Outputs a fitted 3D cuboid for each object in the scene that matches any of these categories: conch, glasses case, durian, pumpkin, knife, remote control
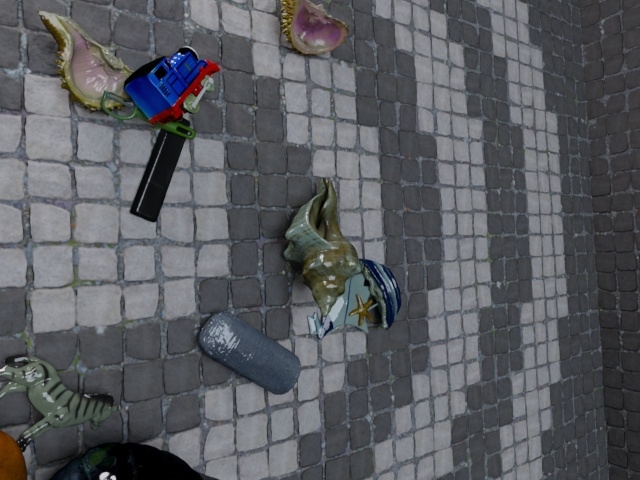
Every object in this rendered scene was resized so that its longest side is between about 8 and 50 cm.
[{"bbox_3d":[-0.011,0.007,1.264,0.203,0.169,0.386,37,29,-52],"label":"conch"},{"bbox_3d":[-0.159,0.268,1.183,0.282,0.067,0.109,39,69,-29],"label":"glasses case"},{"bbox_3d":[-0.026,-0.562,1.293,0.182,0.132,0.165,-33,117,-44],"label":"durian"},{"bbox_3d":[-0.466,-0.347,0.983,0.140,0.078,0.224,-49,133,-17],"label":"durian"},{"bbox_3d":[-0.362,0.553,0.899,0.363,0.266,0.364,-1,92,-33],"label":"pumpkin"},{"bbox_3d":[-0.357,-0.249,1.059,0.212,0.015,0.054,16,98,-44],"label":"knife"},{"bbox_3d":[-0.346,-0.161,1.103,0.063,0.025,0.245,25,73,-37],"label":"remote control"}]

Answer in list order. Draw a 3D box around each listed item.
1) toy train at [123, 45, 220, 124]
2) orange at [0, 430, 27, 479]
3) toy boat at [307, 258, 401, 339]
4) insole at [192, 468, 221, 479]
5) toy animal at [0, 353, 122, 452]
[{"bbox_3d":[-0.303,-0.334,1.061,0.131,0.082,0.204,52,39,-30],"label":"toy train"},{"bbox_3d":[-0.591,0.390,0.793,0.224,0.170,0.224,-17,118,-35],"label":"orange"},{"bbox_3d":[0.086,0.180,1.385,0.291,0.067,0.221,-24,100,-23],"label":"toy boat"},{"bbox_3d":[-0.291,0.533,1.109,0.188,0.004,0.064,33,69,-30],"label":"insole"},{"bbox_3d":[-0.498,0.293,0.939,0.176,0.073,0.217,-37,104,-37],"label":"toy animal"}]
